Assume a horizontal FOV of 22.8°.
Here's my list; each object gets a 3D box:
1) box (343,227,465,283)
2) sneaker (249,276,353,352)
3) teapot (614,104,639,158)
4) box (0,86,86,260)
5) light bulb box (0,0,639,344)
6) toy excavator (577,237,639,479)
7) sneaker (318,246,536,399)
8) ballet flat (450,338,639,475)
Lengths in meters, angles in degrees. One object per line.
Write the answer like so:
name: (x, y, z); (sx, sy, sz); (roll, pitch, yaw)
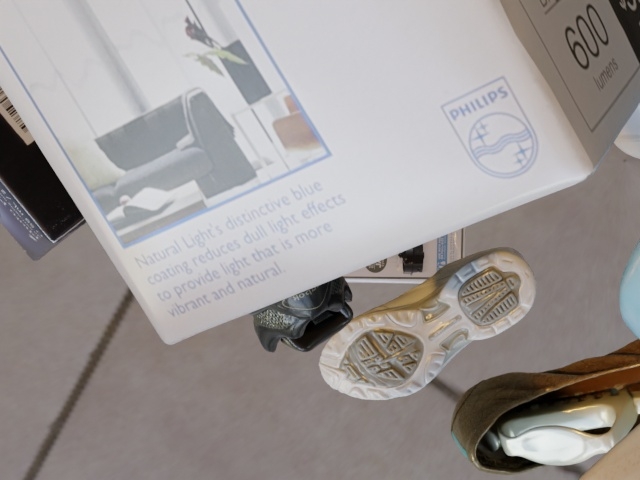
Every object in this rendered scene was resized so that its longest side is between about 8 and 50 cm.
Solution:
box: (0.000, 0.000, 1.779); (0.290, 0.169, 0.087); (1, 92, -16)
sneaker: (-0.052, 0.013, 1.195); (0.087, 0.227, 0.130); (-34, 118, -16)
teapot: (0.373, -0.155, 1.609); (0.256, 0.252, 0.187); (3, 97, 43)
box: (-0.355, -0.145, 1.869); (0.182, 0.294, 0.296); (-40, 95, -13)
light bulb box: (-0.007, -0.211, 0.719); (0.225, 0.358, 0.361); (-23, 105, 33)
toy excavator: (0.273, 0.086, 1.037); (0.445, 0.433, 0.222); (-36, 61, -7)
sneaker: (0.108, 0.079, 1.538); (0.232, 0.115, 0.090); (-27, 96, 14)
ballet flat: (0.287, 0.156, 1.492); (0.342, 0.124, 0.116); (-13, 110, 12)
